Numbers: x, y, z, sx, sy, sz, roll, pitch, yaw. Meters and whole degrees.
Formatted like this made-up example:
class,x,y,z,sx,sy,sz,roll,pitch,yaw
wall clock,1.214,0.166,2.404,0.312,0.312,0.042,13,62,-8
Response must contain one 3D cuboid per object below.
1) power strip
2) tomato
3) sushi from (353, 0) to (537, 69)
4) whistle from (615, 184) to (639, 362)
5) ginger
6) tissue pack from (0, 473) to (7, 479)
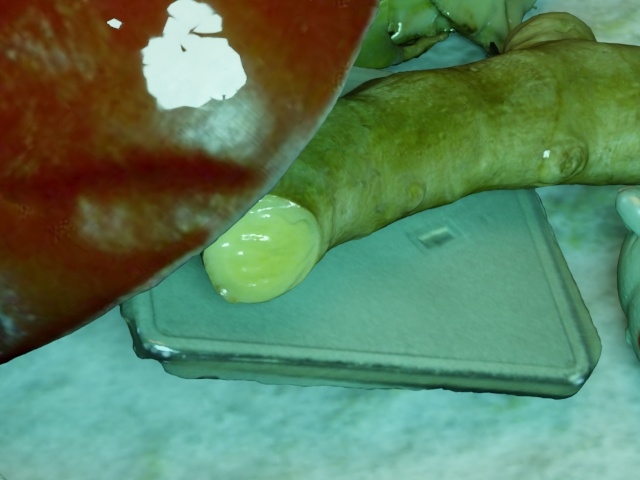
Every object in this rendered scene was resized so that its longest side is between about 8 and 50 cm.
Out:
class,x,y,z,sx,sy,sz,roll,pitch,yaw
power strip,0.000,0.000,0.808,0.213,0.064,0.198,7,42,-20
tomato,-0.127,-0.113,0.743,0.338,0.144,0.338,-28,43,30
sushi,0.072,-0.186,0.975,0.131,0.139,0.291,7,41,31
whistle,0.197,0.058,0.741,0.102,0.105,0.253,0,36,-35
ginger,0.057,-0.042,0.779,0.118,0.065,0.299,30,34,35
tissue pack,-0.101,0.204,0.553,0.246,0.136,0.159,35,52,26
